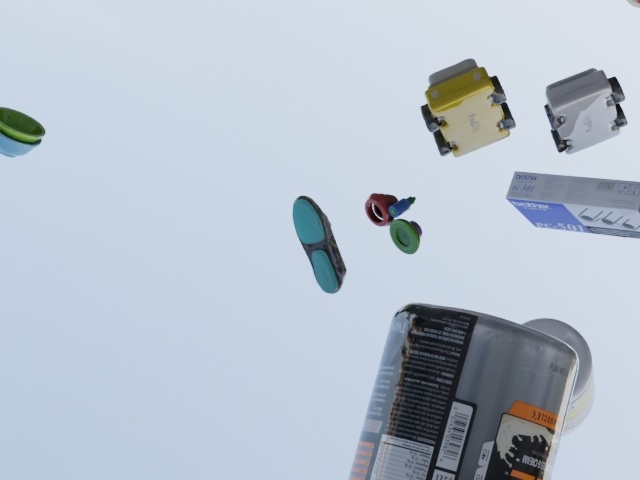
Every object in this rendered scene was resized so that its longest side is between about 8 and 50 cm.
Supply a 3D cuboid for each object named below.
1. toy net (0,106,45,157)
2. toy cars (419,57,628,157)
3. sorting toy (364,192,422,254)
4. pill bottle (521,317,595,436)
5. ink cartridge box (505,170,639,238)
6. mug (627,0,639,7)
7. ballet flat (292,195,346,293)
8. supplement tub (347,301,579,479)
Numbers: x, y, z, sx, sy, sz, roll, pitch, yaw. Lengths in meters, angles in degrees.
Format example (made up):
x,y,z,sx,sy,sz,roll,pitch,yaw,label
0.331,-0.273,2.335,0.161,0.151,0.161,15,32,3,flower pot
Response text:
x,y,z,sx,sy,sz,roll,pitch,yaw,label
-0.431,-0.141,1.845,0.232,0.045,0.122,4,-147,-49,toy net
0.255,-0.179,2.038,0.393,0.176,0.087,-3,-114,-39,toy cars
0.105,-0.032,2.121,0.042,0.061,0.102,-32,-116,-33,sorting toy
0.297,0.186,2.104,0.119,0.119,0.208,36,170,20,pill bottle
0.364,-0.047,2.182,0.207,0.046,0.097,8,160,39,ink cartridge box
0.327,-0.345,1.694,0.113,0.150,0.169,-21,-122,3,mug
0.000,0.000,1.733,0.041,0.114,0.041,-17,-163,5,ballet flat
0.126,0.233,1.578,0.193,0.316,0.193,16,172,2,supplement tub
